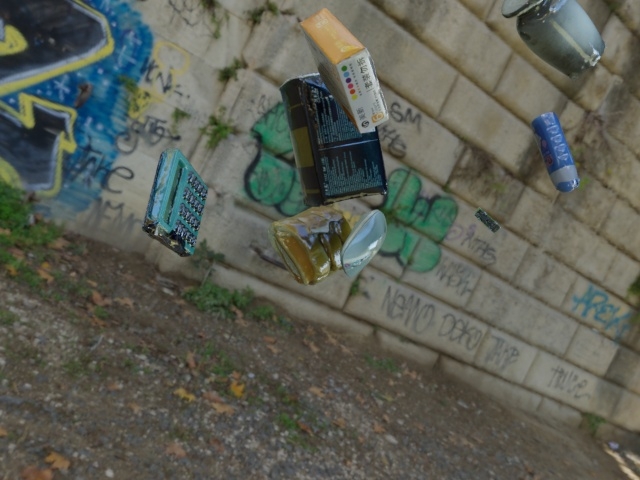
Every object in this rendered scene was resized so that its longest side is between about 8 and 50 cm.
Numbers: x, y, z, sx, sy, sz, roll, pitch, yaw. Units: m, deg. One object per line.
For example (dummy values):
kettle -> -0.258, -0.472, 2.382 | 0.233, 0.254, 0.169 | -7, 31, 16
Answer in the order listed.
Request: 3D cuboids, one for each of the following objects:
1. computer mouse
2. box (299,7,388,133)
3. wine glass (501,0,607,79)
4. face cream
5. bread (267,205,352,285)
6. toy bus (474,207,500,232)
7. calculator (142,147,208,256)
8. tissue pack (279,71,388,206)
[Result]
computer mouse -> 0.177, 0.011, 2.111 | 0.097, 0.288, 0.159 | 12, -37, 29
box -> 0.060, -0.431, 1.402 | 0.221, 0.091, 0.274 | 60, 1, -44
wine glass -> 0.439, -0.402, 1.045 | 0.204, 0.111, 0.111 | 34, -2, -23
face cream -> 0.770, -0.281, 1.818 | 0.083, 0.264, 0.149 | -17, -12, 10
bread -> 0.000, 0.000, 2.255 | 0.341, 0.210, 0.301 | -19, 71, -33
toy bus -> 0.492, -0.059, 1.641 | 0.083, 0.031, 0.037 | 42, 19, -1
calculator -> -0.389, -0.092, 1.539 | 0.058, 0.249, 0.274 | 6, -20, 12
tissue pack -> 0.046, -0.328, 1.814 | 0.264, 0.417, 0.253 | -14, 7, -14
